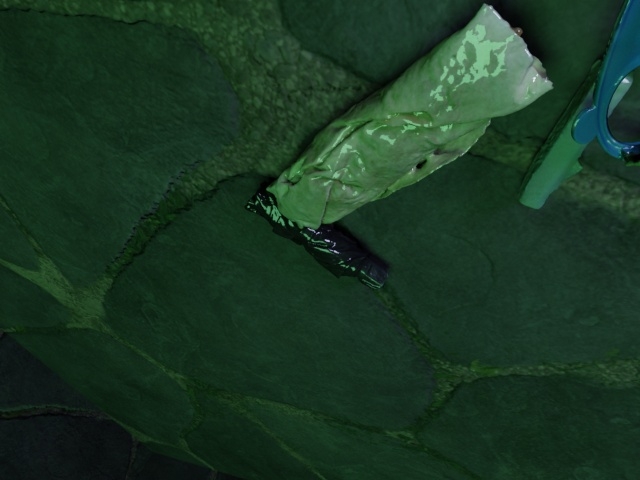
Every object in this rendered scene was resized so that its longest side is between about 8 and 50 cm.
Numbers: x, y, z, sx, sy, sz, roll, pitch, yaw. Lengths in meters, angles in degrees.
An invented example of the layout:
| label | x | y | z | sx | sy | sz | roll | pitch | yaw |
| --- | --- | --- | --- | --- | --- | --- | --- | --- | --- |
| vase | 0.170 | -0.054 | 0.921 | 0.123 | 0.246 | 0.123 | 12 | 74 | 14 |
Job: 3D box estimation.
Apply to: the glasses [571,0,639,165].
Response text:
| label | x | y | z | sx | sy | sz | roll | pitch | yaw |
| --- | --- | --- | --- | --- | --- | --- | --- | --- | --- |
| glasses | 0.314 | -0.117 | 0.405 | 0.207 | 0.102 | 0.239 | 41 | 153 | 30 |

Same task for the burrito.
| label | x | y | z | sx | sy | sz | roll | pitch | yaw |
| --- | --- | --- | --- | --- | --- | --- | --- | --- | --- |
| burrito | 0.069 | -0.103 | 0.623 | 0.117 | 0.076 | 0.392 | 39 | 142 | -17 |

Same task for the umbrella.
| label | x | y | z | sx | sy | sz | roll | pitch | yaw |
| --- | --- | --- | --- | --- | --- | --- | --- | --- | --- |
| umbrella | 0.000 | 0.000 | 0.812 | 0.235 | 0.059 | 0.066 | 35 | 168 | -10 |

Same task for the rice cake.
| label | x | y | z | sx | sy | sz | roll | pitch | yaw |
| --- | --- | --- | --- | --- | --- | --- | --- | --- | --- |
| rice cake | 0.248 | -0.096 | 0.558 | 0.042 | 0.031 | 0.180 | 17 | 143 | 3 |
